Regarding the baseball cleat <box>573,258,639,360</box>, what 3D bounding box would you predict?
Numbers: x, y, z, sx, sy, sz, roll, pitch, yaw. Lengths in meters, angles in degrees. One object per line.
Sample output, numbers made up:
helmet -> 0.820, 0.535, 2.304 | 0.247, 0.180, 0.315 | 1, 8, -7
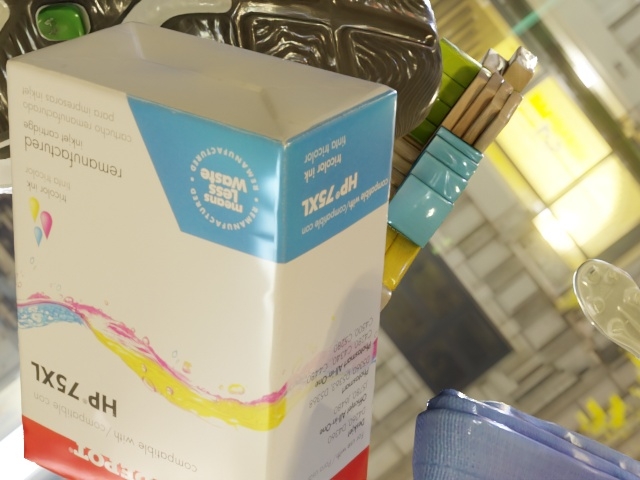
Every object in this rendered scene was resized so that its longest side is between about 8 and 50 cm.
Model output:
baseball cleat -> 0.355, 0.096, 1.610 | 0.072, 0.206, 0.109 | -47, -165, -5

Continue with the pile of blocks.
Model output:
pile of blocks -> 0.069, -0.078, 1.134 | 0.149, 0.112, 0.362 | -53, -178, 46

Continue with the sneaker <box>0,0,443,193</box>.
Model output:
sneaker -> -0.158, -0.103, 0.874 | 0.447, 0.169, 0.257 | -6, 174, -32

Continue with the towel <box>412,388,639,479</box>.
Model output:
towel -> 0.090, 0.236, 0.460 | 0.040, 0.336, 0.243 | -8, 157, 36

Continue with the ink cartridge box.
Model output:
ink cartridge box -> -0.051, 0.040, 0.568 | 0.078, 0.134, 0.231 | -31, 132, -50
